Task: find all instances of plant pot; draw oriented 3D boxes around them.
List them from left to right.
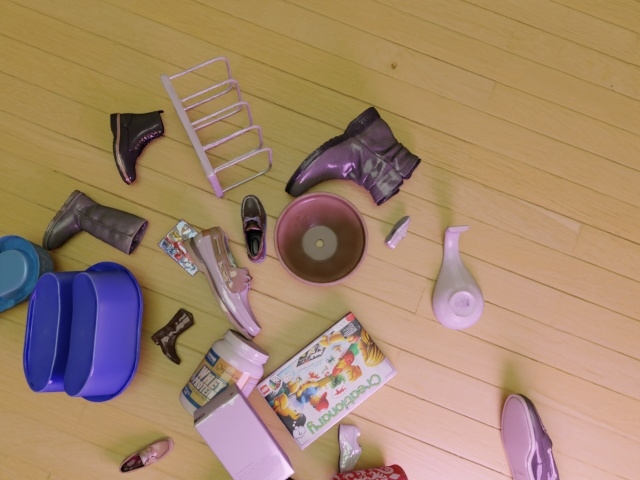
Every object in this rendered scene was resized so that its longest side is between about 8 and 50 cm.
[{"bbox_3d":[0.000,0.000,1.215,0.237,0.110,0.238,0,83,-2],"label":"plant pot"}]

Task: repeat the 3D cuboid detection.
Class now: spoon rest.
[{"bbox_3d":[0.360,0.096,1.240,0.137,0.084,0.277,-3,96,-1],"label":"spoon rest"}]

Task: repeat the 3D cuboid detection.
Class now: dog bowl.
[{"bbox_3d":[-0.797,0.100,1.168,0.297,0.074,0.166,-24,81,8],"label":"dog bowl"}]

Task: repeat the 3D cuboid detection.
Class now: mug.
[{"bbox_3d":[0.109,0.611,1.110,0.169,0.113,0.151,8,94,-22],"label":"mug"}]

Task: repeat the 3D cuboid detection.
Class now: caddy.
[{"bbox_3d":[-0.554,0.218,1.138,0.241,0.179,0.342,-1,82,22],"label":"caddy"}]

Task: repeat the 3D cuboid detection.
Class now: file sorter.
[{"bbox_3d":[-0.254,-0.287,1.208,0.173,0.193,0.278,-25,84,-8],"label":"file sorter"}]

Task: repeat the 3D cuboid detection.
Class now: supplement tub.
[{"bbox_3d":[-0.229,0.331,1.144,0.144,0.144,0.200,33,82,3],"label":"supplement tub"}]

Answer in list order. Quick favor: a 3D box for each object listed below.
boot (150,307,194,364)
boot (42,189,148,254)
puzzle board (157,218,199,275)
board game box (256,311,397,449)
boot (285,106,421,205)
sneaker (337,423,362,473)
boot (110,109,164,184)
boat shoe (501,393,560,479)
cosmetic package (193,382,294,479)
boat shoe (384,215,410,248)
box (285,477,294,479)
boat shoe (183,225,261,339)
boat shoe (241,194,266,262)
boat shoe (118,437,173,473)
[{"bbox_3d":[-0.358,0.244,1.210,0.114,0.037,0.106,-43,88,-11],"label":"boot"},{"bbox_3d":[-0.581,-0.016,1.225,0.208,0.076,0.190,29,84,-5],"label":"boot"},{"bbox_3d":[-0.353,0.017,1.251,0.128,0.011,0.096,41,83,3],"label":"puzzle board"},{"bbox_3d":[0.016,0.349,1.196,0.305,0.053,0.193,-37,85,-6],"label":"board game box"},{"bbox_3d":[0.091,-0.173,1.244,0.338,0.118,0.223,-40,90,-2],"label":"boot"},{"bbox_3d":[0.073,0.537,1.173,0.061,0.054,0.152,2,82,-4],"label":"sneaker"},{"bbox_3d":[-0.474,-0.256,1.257,0.136,0.077,0.198,-11,84,-8],"label":"boot"},{"bbox_3d":[0.528,0.539,1.168,0.095,0.112,0.336,-6,88,-20],"label":"boat shoe"},{"bbox_3d":[-0.170,0.448,1.049,0.117,0.085,0.231,-33,99,-13],"label":"cosmetic package"},{"bbox_3d":[0.213,-0.021,1.267,0.035,0.035,0.100,42,78,-24],"label":"boat shoe"},{"bbox_3d":[-0.115,0.786,1.111,0.318,0.097,0.395,31,81,6],"label":"box"},{"bbox_3d":[-0.225,0.103,1.192,0.103,0.113,0.302,-32,88,-7],"label":"boat shoe"},{"bbox_3d":[-0.172,-0.035,1.236,0.066,0.066,0.183,-10,83,-3],"label":"boat shoe"},{"bbox_3d":[-0.428,0.533,1.160,0.135,0.045,0.050,-29,84,-5],"label":"boat shoe"}]
